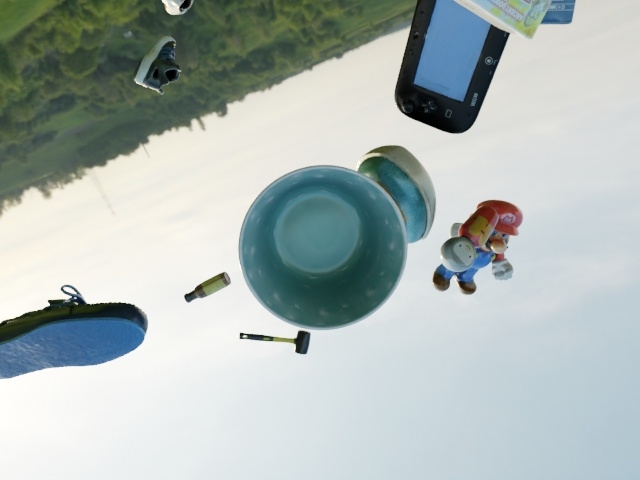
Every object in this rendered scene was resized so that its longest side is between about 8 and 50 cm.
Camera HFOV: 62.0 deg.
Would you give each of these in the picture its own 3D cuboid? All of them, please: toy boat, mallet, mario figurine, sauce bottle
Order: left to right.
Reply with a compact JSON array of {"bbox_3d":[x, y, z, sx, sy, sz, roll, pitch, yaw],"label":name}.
[{"bbox_3d":[-0.295,0.123,1.383,0.128,0.042,0.042,-25,-163,10],"label":"sauce bottle"},{"bbox_3d":[-0.117,0.265,1.377,0.189,0.063,0.039,2,-176,-17],"label":"mallet"},{"bbox_3d":[0.193,-0.057,1.087,0.318,0.268,0.148,30,-112,33],"label":"toy boat"},{"bbox_3d":[0.408,0.035,1.359,0.198,0.321,0.170,-24,-120,-37],"label":"mario figurine"}]

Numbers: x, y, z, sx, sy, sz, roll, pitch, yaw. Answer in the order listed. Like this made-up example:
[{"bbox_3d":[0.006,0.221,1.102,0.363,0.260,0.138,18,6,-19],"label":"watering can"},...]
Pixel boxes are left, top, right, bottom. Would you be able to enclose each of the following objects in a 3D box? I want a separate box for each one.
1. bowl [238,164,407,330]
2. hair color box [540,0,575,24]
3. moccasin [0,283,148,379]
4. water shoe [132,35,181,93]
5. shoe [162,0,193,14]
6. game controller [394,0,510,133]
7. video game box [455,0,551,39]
[{"bbox_3d":[0.000,0.000,1.043,0.311,0.312,0.163,-23,-165,1],"label":"bowl"},{"bbox_3d":[0.437,-0.611,1.034,0.105,0.348,0.174,-1,-155,-1],"label":"hair color box"},{"bbox_3d":[-0.454,0.143,0.919,0.341,0.138,0.117,-10,-140,11],"label":"moccasin"},{"bbox_3d":[-0.356,-0.392,1.204,0.073,0.080,0.203,-44,-157,36],"label":"water shoe"},{"bbox_3d":[-0.406,-0.679,1.527,0.077,0.058,0.219,-55,-168,10],"label":"shoe"},{"bbox_3d":[0.234,-0.341,0.928,0.166,0.319,0.067,32,-131,21],"label":"game controller"},{"bbox_3d":[0.162,-0.284,0.430,0.205,0.187,0.048,-1,-150,-47],"label":"video game box"}]
